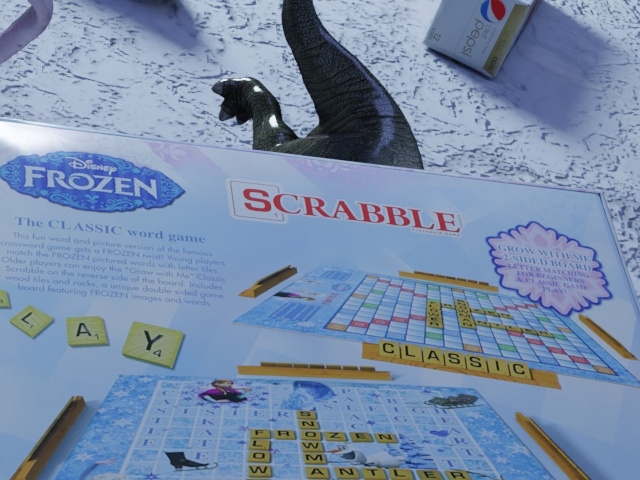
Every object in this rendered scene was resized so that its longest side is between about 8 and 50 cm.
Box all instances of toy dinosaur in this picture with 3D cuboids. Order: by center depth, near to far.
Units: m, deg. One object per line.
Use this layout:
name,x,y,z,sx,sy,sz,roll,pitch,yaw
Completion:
toy dinosaur,0.000,0.000,0.977,0.160,0.313,0.121,18,-5,35

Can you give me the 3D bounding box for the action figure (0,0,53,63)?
action figure,-0.387,-0.204,1.087,0.370,0.248,0.275,-7,70,-42

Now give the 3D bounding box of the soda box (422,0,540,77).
soda box,0.153,-0.215,1.530,0.069,0.074,0.216,27,31,5

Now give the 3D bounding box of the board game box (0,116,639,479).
board game box,0.000,0.087,0.767,0.319,0.066,0.318,7,42,-14
